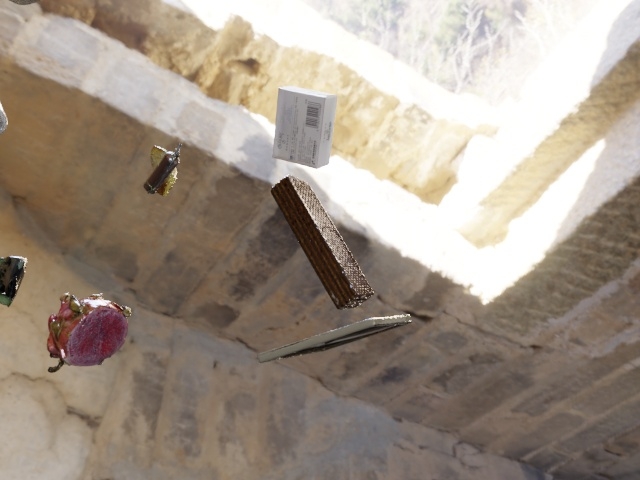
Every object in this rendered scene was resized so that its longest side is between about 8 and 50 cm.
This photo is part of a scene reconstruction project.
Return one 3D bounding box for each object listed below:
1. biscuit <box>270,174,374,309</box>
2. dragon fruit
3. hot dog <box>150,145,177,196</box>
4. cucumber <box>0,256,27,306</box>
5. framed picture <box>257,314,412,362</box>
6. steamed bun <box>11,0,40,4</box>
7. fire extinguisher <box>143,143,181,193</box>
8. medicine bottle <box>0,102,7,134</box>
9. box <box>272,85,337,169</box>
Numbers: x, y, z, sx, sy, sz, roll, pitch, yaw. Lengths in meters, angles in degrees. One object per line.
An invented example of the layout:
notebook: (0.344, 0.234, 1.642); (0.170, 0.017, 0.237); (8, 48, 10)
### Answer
biscuit: (0.000, 0.000, 1.540); (0.073, 0.107, 0.388); (-38, 69, 23)
dragon fruit: (-0.703, 0.262, 1.754); (0.147, 0.211, 0.282); (25, 51, 36)
hot dog: (-0.445, -0.194, 1.714); (0.078, 0.061, 0.169); (-21, 66, 23)
cucumber: (-1.011, 0.117, 1.939); (0.085, 0.115, 0.193); (-21, 47, 17)
framed picture: (0.045, 0.206, 1.269); (0.247, 0.335, 0.022); (-21, 77, 17)
steamed bun: (-0.557, -0.540, 1.120); (0.106, 0.183, 0.183); (-27, -10, -45)
fire extinguisher: (-0.420, -0.189, 1.599); (0.158, 0.043, 0.064); (-44, 28, 31)
medicine bottle: (-0.760, -0.297, 1.345); (0.079, 0.079, 0.140); (-56, 49, 17)
box: (-0.061, -0.428, 2.260); (0.116, 0.203, 0.274); (-31, -47, -57)
